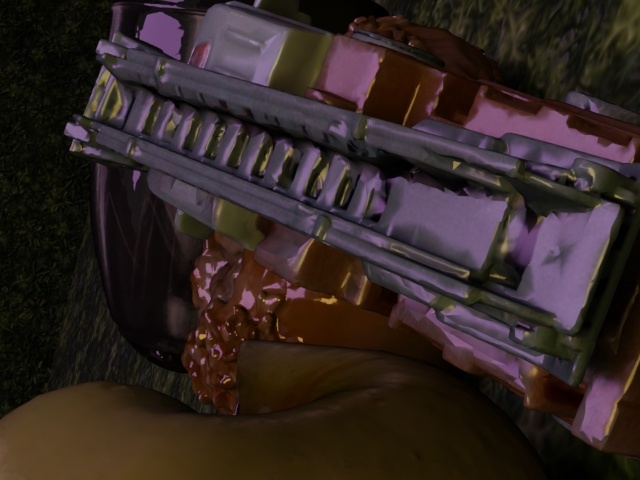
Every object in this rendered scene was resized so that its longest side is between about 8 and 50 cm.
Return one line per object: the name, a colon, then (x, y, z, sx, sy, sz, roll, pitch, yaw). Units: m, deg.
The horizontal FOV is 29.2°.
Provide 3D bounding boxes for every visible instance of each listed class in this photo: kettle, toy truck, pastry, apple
kettle: (-0.105, -0.053, 1.050, 0.321, 0.228, 0.324, 12, 92, 57)
toy truck: (0.026, -0.028, 0.540, 0.338, 0.184, 0.133, 28, 99, 45)
pastry: (0.000, 0.000, 0.787, 0.255, 0.161, 0.311, 13, 87, 63)
apple: (-0.012, 0.182, 0.520, 0.233, 0.295, 0.258, 3, 95, 35)
